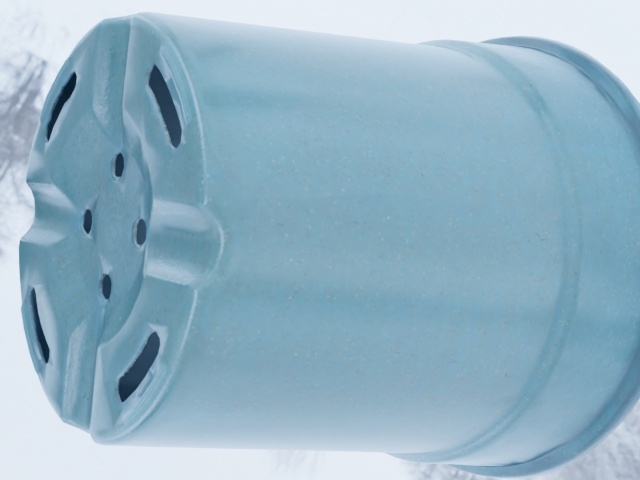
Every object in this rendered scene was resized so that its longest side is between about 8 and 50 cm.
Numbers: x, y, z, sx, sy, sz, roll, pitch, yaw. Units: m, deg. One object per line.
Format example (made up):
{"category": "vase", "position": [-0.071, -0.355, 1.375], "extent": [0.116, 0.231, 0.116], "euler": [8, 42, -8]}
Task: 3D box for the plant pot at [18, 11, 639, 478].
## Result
{"category": "plant pot", "position": [0.000, 0.000, 0.675], "extent": [0.334, 0.341, 0.341], "euler": [5, -167, -37]}
